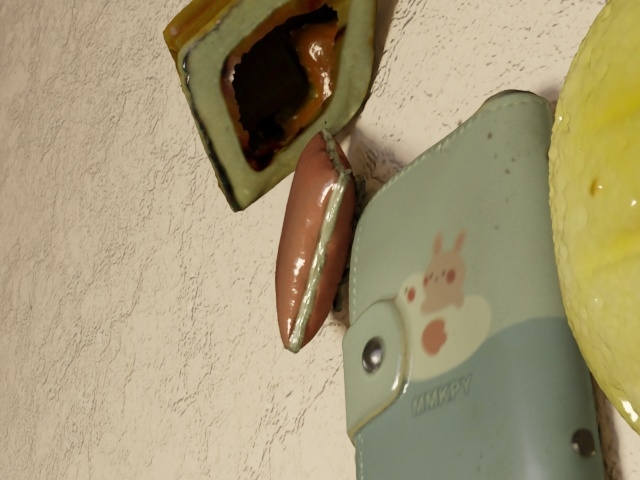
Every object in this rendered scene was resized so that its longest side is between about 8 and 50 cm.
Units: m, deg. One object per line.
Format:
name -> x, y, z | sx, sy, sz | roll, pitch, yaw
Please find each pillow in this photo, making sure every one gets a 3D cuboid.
pillow -> 0.000, 0.000, 1.302 | 0.171, 0.075, 0.179 | -97, 19, -71

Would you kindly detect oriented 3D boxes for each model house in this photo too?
model house -> -0.050, -0.201, 1.435 | 0.268, 0.173, 0.239 | -40, 22, 4

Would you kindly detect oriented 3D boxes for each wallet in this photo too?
wallet -> 0.105, 0.082, 1.098 | 0.252, 0.083, 0.360 | -34, 49, 45

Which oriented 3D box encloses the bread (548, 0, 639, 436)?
bread -> 0.254, -0.015, 0.700 | 0.320, 0.237, 0.320 | -37, 48, 55
